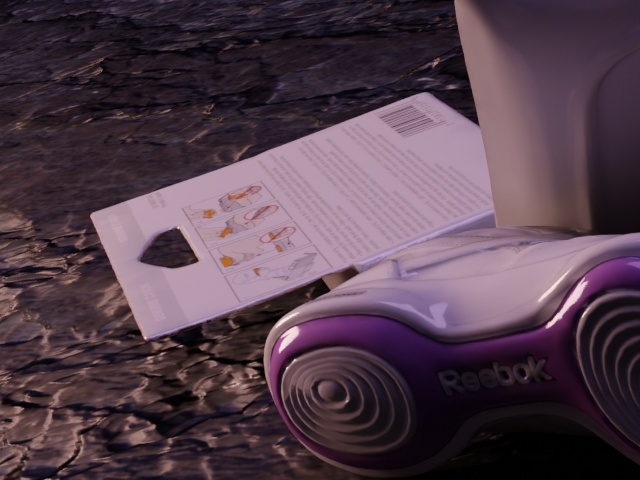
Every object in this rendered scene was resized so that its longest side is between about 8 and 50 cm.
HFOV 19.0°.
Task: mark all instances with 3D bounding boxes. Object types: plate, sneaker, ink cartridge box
[{"bbox_3d":[0.211,-0.071,0.898,0.277,0.278,0.045,-22,56,-3],"label":"plate"},{"bbox_3d":[0.126,0.029,0.835,0.305,0.114,0.152,-2,22,33],"label":"sneaker"},{"bbox_3d":[0.000,0.000,1.121,0.238,0.060,0.275,-21,18,-7],"label":"ink cartridge box"}]
